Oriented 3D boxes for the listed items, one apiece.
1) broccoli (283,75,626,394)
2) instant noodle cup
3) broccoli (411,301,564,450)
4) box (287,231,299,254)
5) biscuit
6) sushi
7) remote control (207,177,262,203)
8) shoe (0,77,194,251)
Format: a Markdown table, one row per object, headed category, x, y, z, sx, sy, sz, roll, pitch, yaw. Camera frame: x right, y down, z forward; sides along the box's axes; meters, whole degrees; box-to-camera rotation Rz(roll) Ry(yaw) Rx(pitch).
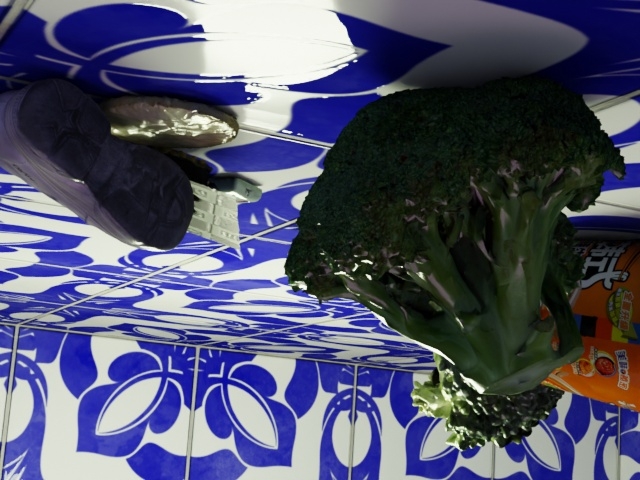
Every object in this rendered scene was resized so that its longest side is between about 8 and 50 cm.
| category | x | y | z | sx | sy | sz | roll | pitch | yaw |
| --- | --- | --- | --- | --- | --- | --- | --- | --- | --- |
| broccoli | 0.127 | -0.012 | 0.995 | 0.308 | 0.275 | 0.308 | -21 | 161 | -7 |
| instant noodle cup | 0.380 | 0.104 | 1.559 | 0.192 | 0.250 | 0.250 | 7 | 172 | 32 |
| broccoli | 0.240 | 0.158 | 1.822 | 0.348 | 0.293 | 0.281 | 28 | -167 | -40 |
| box | 0.000 | 0.000 | 1.569 | 0.050 | 0.041 | 0.207 | 32 | 165 | -5 |
| biscuit | -0.154 | -0.114 | 1.157 | 0.152 | 0.020 | 0.152 | 4 | 168 | 1 |
| sushi | -0.172 | -0.070 | 1.304 | 0.192 | 0.050 | 0.215 | 19 | 164 | 3 |
| remote control | -0.155 | -0.052 | 1.435 | 0.166 | 0.029 | 0.065 | -3 | 166 | 29 |
| shoe | -0.233 | -0.069 | 1.150 | 0.138 | 0.095 | 0.245 | 9 | 156 | 42 |
